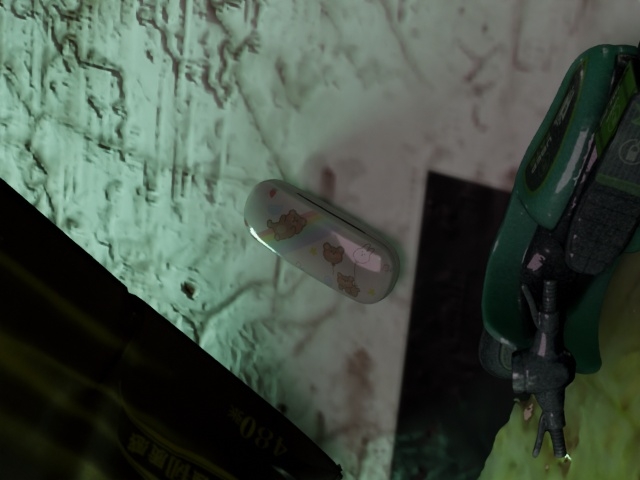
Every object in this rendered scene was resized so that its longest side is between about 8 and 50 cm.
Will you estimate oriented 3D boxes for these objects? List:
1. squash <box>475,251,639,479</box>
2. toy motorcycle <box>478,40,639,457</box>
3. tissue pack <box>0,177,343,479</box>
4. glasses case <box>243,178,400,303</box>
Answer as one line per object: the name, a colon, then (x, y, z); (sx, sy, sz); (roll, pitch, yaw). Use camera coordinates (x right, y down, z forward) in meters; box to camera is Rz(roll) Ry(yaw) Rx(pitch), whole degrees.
squash: (0.194, 0.118, 0.652); (0.237, 0.155, 0.204); (-65, 33, 30)
toy motorcycle: (0.103, 0.000, 0.619); (0.058, 0.100, 0.173); (18, 122, -6)
tissue pack: (-0.184, 0.095, 0.694); (0.210, 0.198, 0.370); (-32, 119, 31)
glasses case: (0.000, 0.000, 0.730); (0.083, 0.021, 0.032); (32, 117, 20)
